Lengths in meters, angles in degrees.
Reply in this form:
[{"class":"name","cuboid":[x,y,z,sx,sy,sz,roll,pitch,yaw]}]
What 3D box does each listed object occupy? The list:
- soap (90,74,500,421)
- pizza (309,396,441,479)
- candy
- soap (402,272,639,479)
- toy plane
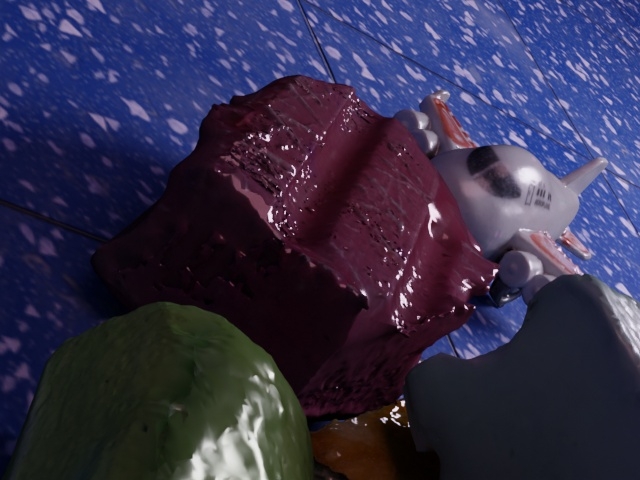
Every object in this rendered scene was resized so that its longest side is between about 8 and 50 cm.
[{"class":"soap","cuboid":[0.000,0.000,0.985,0.220,0.127,0.325,44,24,-3]},{"class":"pizza","cuboid":[0.057,0.172,0.885,0.262,0.034,0.181,1,63,-54]},{"class":"candy","cuboid":[-0.083,0.164,0.616,0.343,0.132,0.142,-79,149,-59]},{"class":"soap","cuboid":[0.261,0.206,0.949,0.446,0.156,0.261,26,34,-49]},{"class":"toy plane","cuboid":[0.165,-0.034,1.305,0.252,0.118,0.252,32,28,-20]}]
